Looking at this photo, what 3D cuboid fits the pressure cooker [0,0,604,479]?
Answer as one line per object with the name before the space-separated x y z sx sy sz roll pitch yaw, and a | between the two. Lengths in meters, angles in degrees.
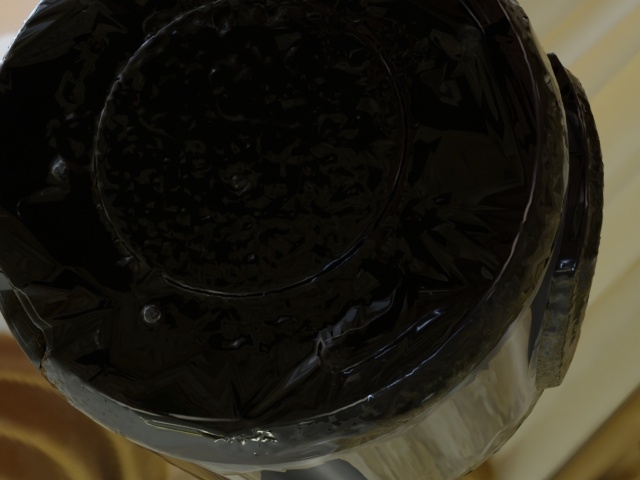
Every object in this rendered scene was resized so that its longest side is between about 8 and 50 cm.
pressure cooker | -0.006 -0.002 0.999 0.375 0.370 0.420 43 173 20
